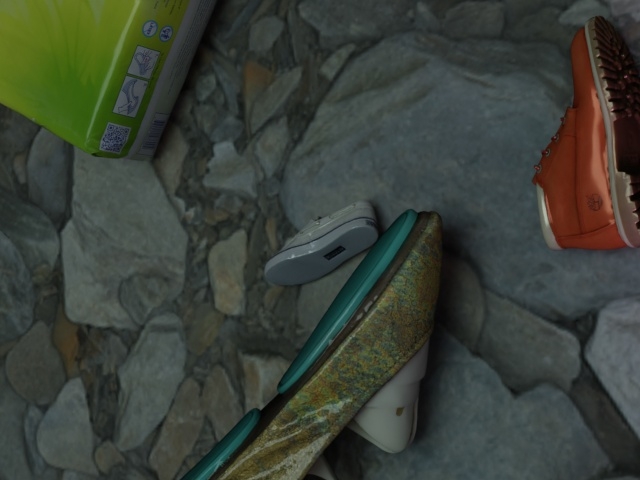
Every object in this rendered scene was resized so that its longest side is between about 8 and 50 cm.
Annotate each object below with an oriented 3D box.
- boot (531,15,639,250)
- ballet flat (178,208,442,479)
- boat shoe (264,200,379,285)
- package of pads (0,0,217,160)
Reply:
[{"bbox_3d":[0.175,-0.069,1.193,0.084,0.059,0.158,-11,81,36],"label":"boot"},{"bbox_3d":[-0.003,0.137,1.249,0.123,0.123,0.348,43,95,28],"label":"ballet flat"},{"bbox_3d":[0.000,0.000,1.311,0.100,0.035,0.035,-30,43,30],"label":"boat shoe"},{"bbox_3d":[-0.214,-0.222,1.423,0.296,0.101,0.229,29,102,30],"label":"package of pads"}]
